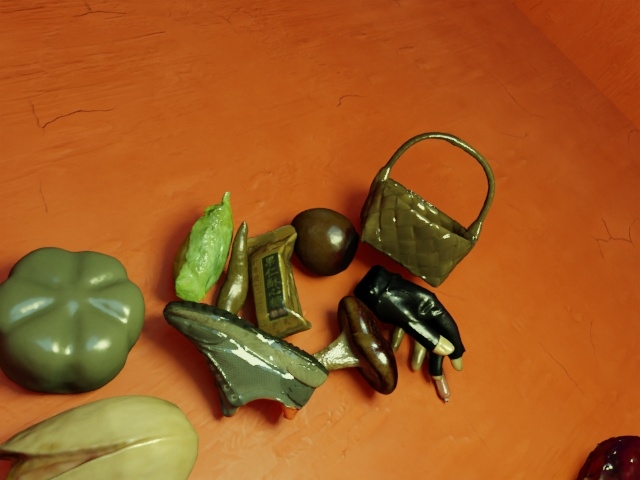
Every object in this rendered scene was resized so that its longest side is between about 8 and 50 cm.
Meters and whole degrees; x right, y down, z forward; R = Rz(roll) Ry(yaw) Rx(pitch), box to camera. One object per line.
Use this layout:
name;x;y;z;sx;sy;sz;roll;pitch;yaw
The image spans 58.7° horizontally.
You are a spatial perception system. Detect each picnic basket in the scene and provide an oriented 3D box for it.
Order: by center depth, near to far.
picnic basket;0.268;-0.097;1.367;0.293;0.337;0.337;32;49;-6

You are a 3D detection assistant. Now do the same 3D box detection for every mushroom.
mushroom;0.035;0.252;1.200;0.217;0.148;0.227;-23;60;-18

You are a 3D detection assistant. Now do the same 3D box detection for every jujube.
jujube;0.662;0.607;1.201;0.258;0.258;0.377;34;43;-2

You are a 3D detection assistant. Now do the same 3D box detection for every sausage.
sausage;0.265;0.273;1.348;0.029;0.029;0.223;2;58;-26

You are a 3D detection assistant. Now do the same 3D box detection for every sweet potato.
sweet potato;-0.181;0.085;1.200;0.059;0.069;0.249;9;80;3

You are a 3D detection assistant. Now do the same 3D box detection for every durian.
durian;-0.238;0.020;1.189;0.101;0.139;0.250;30;50;-14

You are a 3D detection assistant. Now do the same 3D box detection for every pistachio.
pistachio;-0.340;0.341;0.881;0.299;0.187;0.187;-5;61;-26

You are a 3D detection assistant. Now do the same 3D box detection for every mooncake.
mooncake;-0.446;0.133;1.008;0.275;0.135;0.275;15;48;-18

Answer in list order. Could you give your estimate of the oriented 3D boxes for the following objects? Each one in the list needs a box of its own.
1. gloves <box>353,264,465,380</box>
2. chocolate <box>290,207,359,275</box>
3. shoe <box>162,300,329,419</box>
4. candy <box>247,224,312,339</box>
gloves;0.209;0.183;1.270;0.152;0.197;0.301;-34;95;-4
chocolate;0.000;0.000;1.318;0.176;0.177;0.177;14;53;-19
shoe;-0.163;0.242;1.082;0.336;0.132;0.171;28;86;-8
candy;-0.098;0.089;1.231;0.143;0.101;0.271;-20;57;10
